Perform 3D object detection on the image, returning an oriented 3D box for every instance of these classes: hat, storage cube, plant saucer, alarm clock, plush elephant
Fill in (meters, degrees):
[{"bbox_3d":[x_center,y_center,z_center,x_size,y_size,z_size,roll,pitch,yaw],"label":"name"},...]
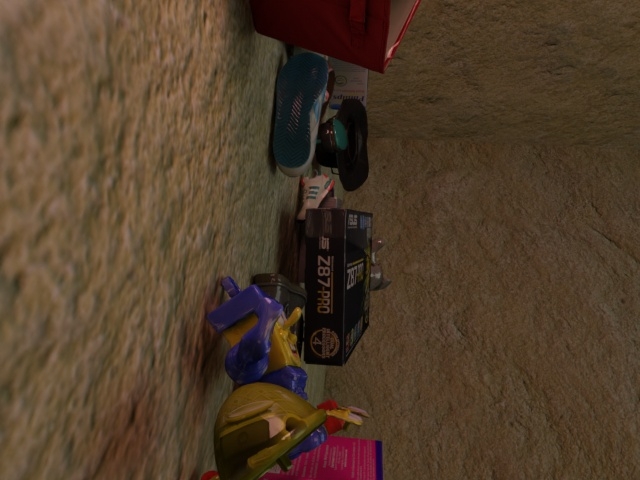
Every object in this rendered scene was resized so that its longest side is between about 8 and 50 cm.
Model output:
[{"bbox_3d":[0.058,-0.312,1.490,0.331,0.134,0.331,2,90,-66],"label":"hat"},{"bbox_3d":[0.029,-0.356,0.538,0.183,0.193,0.215,77,37,-72],"label":"storage cube"},{"bbox_3d":[0.000,-0.360,1.115,0.168,0.029,0.168,22,90,-82],"label":"plant saucer"},{"bbox_3d":[-0.069,0.200,0.892,0.192,0.064,0.129,46,48,-79],"label":"alarm clock"},{"bbox_3d":[0.114,0.071,1.554,0.272,0.256,0.329,12,88,-68],"label":"plush elephant"}]

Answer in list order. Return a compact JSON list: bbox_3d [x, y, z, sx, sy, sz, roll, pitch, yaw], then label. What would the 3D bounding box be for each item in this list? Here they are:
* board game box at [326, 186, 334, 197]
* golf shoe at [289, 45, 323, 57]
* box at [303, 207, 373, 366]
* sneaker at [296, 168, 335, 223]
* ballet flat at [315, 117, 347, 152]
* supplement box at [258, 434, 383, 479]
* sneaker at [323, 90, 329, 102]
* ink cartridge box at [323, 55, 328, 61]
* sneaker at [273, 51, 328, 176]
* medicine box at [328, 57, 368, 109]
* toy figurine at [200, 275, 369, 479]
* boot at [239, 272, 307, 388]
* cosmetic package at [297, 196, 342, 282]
[{"bbox_3d":[0.023,-0.109,1.725,0.170,0.048,0.141,-81,174,-47],"label":"board game box"},{"bbox_3d":[0.006,-0.391,0.835,0.306,0.140,0.115,-66,158,-79],"label":"golf shoe"},{"bbox_3d":[0.053,0.086,1.070,0.395,0.097,0.318,-4,94,-76],"label":"box"},{"bbox_3d":[-0.031,-0.115,1.131,0.161,0.075,0.057,-55,-169,-29],"label":"sneaker"},{"bbox_3d":[0.010,-0.276,1.191,0.280,0.096,0.095,-50,131,-75],"label":"ballet flat"},{"bbox_3d":[-0.018,0.375,0.687,0.114,0.220,0.111,-58,151,-77],"label":"supplement box"},{"bbox_3d":[-0.018,-0.307,1.005,0.051,0.070,0.134,71,24,-82],"label":"sneaker"},{"bbox_3d":[-0.003,-0.559,1.074,0.235,0.056,0.171,87,9,-65],"label":"ink cartridge box"},{"bbox_3d":[-0.040,-0.226,0.803,0.092,0.088,0.228,104,-3,-80],"label":"sneaker"},{"bbox_3d":[0.117,-0.707,1.754,0.289,0.149,0.263,85,10,-55],"label":"medicine box"},{"bbox_3d":[-0.089,0.136,0.480,0.217,0.191,0.362,64,2,20],"label":"toy figurine"},{"bbox_3d":[-0.073,0.172,0.725,0.189,0.076,0.208,43,42,-65],"label":"boot"},{"bbox_3d":[0.000,0.000,1.241,0.127,0.107,0.237,-17,108,-81],"label":"cosmetic package"}]
